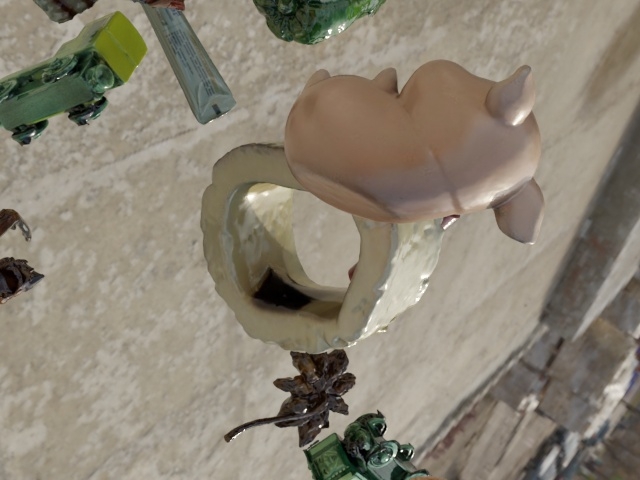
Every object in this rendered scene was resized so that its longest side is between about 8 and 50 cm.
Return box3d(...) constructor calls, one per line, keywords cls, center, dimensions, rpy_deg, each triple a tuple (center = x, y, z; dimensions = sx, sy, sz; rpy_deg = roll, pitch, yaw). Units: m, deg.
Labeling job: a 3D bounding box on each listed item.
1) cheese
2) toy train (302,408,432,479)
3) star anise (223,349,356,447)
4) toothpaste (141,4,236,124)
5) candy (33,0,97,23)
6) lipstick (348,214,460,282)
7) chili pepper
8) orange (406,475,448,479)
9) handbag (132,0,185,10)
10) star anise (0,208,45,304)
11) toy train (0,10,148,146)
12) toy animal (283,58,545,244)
box3d(cls="cheese", center=(0.002, 0.002, 1.096), dimensions=(0.153, 0.332, 0.292), rpy_deg=(-21, 111, -46))
box3d(cls="toy train", center=(0.091, 0.404, 1.416), dimensions=(0.154, 0.115, 0.269), rpy_deg=(-36, 135, 6))
box3d(cls="star anise", center=(-0.028, 0.266, 1.285), dimensions=(0.234, 0.073, 0.177), rpy_deg=(-49, 126, -11))
box3d(cls="toothpaste", center=(-0.207, -0.292, 1.160), dimensions=(0.067, 0.255, 0.037), rpy_deg=(-32, -167, -17))
box3d(cls="candy", center=(-0.594, -0.614, 1.652), dimensions=(0.135, 0.179, 0.321), rpy_deg=(-32, 141, 8))
box3d(cls="lipstick", center=(0.152, 0.007, 1.479), dimensions=(0.241, 0.080, 0.080), rpy_deg=(-46, 161, 24))
box3d(cls="chili pepper", center=(0.019, -0.479, 1.429), dimensions=(0.385, 0.213, 0.167), rpy_deg=(-46, 141, -50))
box3d(cls="orange", center=(0.121, 0.312, 0.848), dimensions=(0.117, 0.135, 0.135), rpy_deg=(-58, 165, -48))
box3d(cls="handbag", center=(-0.182, -0.323, 0.770), dimensions=(0.127, 0.063, 0.190), rpy_deg=(3, 78, -35))
box3d(cls="star anise", center=(-0.599, 0.052, 1.425), dimensions=(0.346, 0.237, 0.148), rpy_deg=(-64, 134, -62))
box3d(cls="toy train", center=(-0.577, -0.350, 1.772), dimensions=(0.150, 0.369, 0.237), rpy_deg=(54, 40, -36))
box3d(cls="toy animal", center=(0.083, -0.091, 0.757), dimensions=(0.166, 0.250, 0.154), rpy_deg=(58, 41, -49))
